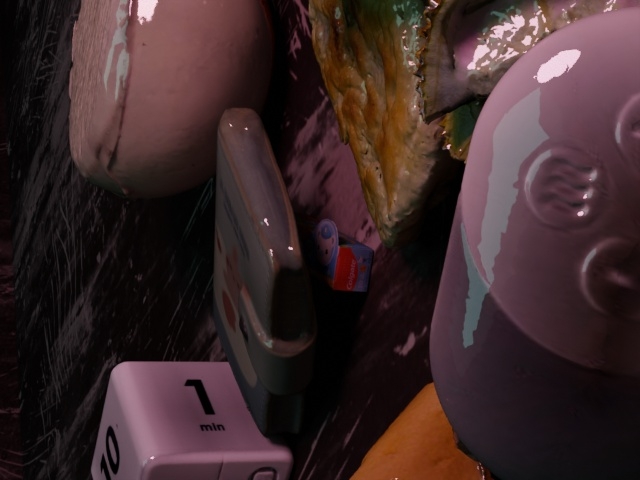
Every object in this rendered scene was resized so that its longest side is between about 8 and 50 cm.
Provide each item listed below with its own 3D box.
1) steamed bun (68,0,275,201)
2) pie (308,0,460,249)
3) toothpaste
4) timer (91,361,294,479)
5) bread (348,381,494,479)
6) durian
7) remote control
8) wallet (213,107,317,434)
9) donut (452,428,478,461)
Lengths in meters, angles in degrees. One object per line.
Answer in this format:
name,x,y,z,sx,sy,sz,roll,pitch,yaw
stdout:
steamed bun,-0.185,-0.236,1.625,0.374,0.241,0.375,-177,90,-71
pie,0.056,-0.161,1.207,0.337,0.075,0.338,170,90,-78
toothpaste,0.000,0.000,1.424,0.193,0.044,0.070,-150,67,-64
timer,-0.165,0.281,1.584,0.195,0.194,0.192,-123,42,-52
bread,0.079,0.257,1.053,0.204,0.162,0.262,105,159,-53
durian,0.196,-0.133,0.897,0.237,0.138,0.194,10,106,24
remote control,0.190,0.019,0.802,0.103,0.221,0.332,-44,-34,-69
wallet,-0.067,0.051,1.441,0.360,0.083,0.252,95,156,-50
donut,0.160,0.080,0.962,0.144,0.126,0.187,-109,31,-54
